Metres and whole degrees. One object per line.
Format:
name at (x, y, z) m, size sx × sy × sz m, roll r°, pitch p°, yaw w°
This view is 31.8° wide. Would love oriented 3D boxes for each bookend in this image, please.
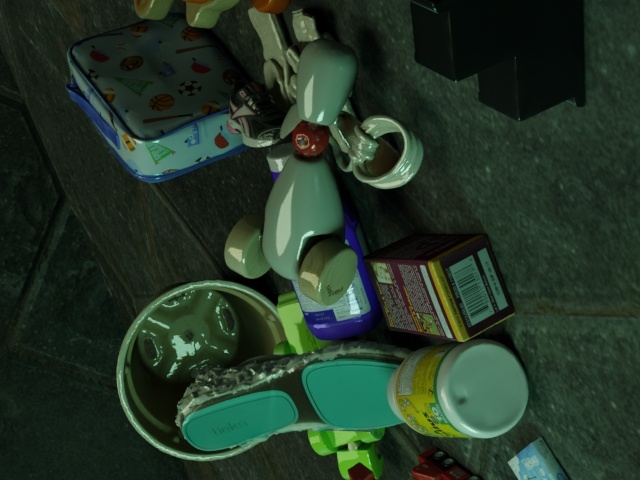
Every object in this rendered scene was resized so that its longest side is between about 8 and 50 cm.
bookend at (0.149, -0.170, 0.984) m, size 0.072 × 0.156 × 0.157 m, roll 39°, pitch 148°, yaw 49°

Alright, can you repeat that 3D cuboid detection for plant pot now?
plant pot at (-0.235, 0.212, 2.157) m, size 0.305 × 0.333 × 0.334 m, roll -149°, pitch 38°, yaw -73°

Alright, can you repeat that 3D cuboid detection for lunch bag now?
lunch bag at (-0.257, -0.229, 1.762) m, size 0.303 × 0.243 × 0.115 m, roll 48°, pitch 153°, yaw 36°

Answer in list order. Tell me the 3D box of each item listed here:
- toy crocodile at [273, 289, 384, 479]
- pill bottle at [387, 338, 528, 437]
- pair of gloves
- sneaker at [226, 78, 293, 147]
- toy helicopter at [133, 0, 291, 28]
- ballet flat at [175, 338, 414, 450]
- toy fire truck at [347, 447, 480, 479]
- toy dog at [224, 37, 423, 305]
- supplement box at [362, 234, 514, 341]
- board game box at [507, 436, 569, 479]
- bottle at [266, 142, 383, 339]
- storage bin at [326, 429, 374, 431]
toy crocodile at (0.020, 0.236, 1.831) m, size 0.115 × 0.105 × 0.341 m, roll -23°, pitch 91°, yaw 28°
pill bottle at (0.161, 0.187, 1.405) m, size 0.118 × 0.117 × 0.208 m, roll 65°, pitch 159°, yaw 0°
pair of gloves at (-0.028, -0.218, 1.512) m, size 0.240 × 0.042 × 0.204 m, roll 26°, pitch 136°, yaw 60°
sneaker at (-0.088, -0.179, 1.555) m, size 0.178 × 0.072 × 0.077 m, roll 27°, pitch 128°, yaw 53°
toy helicopter at (-0.173, -0.395, 1.516) m, size 0.355 × 0.140 × 0.235 m, roll -12°, pitch 80°, yaw 57°
ballet flat at (-0.020, 0.201, 1.625) m, size 0.147 × 0.408 × 0.147 m, roll -11°, pitch -90°, yaw -74°
toy fire truck at (0.139, 0.361, 1.623) m, size 0.192 × 0.135 × 0.047 m, roll 28°, pitch 139°, yaw 58°
toy dog at (0.010, -0.077, 1.413) m, size 0.220 × 0.161 × 0.334 m, roll 43°, pitch 120°, yaw 17°
supplement box at (0.138, 0.054, 1.360) m, size 0.188 × 0.080 × 0.104 m, roll 2°, pitch 115°, yaw 67°
board game box at (0.276, 0.297, 1.388) m, size 0.090 × 0.020 × 0.090 m, roll 59°, pitch 159°, yaw 19°
bottle at (0.000, 0.000, 1.572) m, size 0.092 × 0.118 × 0.283 m, roll -64°, pitch -42°, yaw -62°
storage bin at (0.034, 0.241, 1.702) m, size 0.135 × 0.091 × 0.098 m, roll -1°, pitch 143°, yaw 22°
